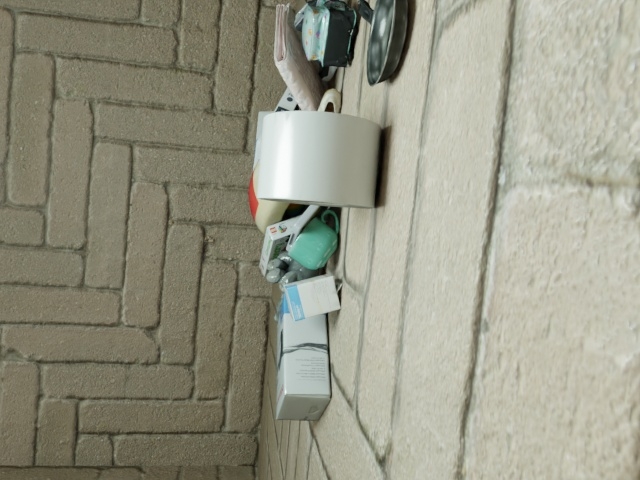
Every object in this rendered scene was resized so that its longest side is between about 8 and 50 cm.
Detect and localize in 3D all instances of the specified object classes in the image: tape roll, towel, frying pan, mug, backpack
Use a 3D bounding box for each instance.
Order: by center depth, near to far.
[{"bbox_3d":[0.117,-0.412,1.033,0.326,0.053,0.197,-111,27,-73],"label":"frying pan"},{"bbox_3d":[-0.002,-0.159,1.045,0.246,0.246,0.169,-160,76,-80],"label":"tape roll"},{"bbox_3d":[-0.005,0.006,1.382,0.157,0.097,0.129,-56,-5,27],"label":"mug"},{"bbox_3d":[0.021,-0.585,1.417,0.188,0.145,0.165,-93,6,-51],"label":"backpack"},{"bbox_3d":[-0.050,-0.538,1.623,0.332,0.054,0.316,51,-149,-50],"label":"towel"}]

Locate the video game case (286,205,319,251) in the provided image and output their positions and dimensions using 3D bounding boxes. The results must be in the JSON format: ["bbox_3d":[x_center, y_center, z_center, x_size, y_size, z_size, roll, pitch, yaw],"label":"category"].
[{"bbox_3d":[-0.017,-0.078,1.419,0.212,0.023,0.193,-52,-4,-23],"label":"video game case"}]

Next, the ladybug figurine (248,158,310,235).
[{"bbox_3d":[-0.114,-0.165,1.605,0.305,0.162,0.449,-47,-9,-18],"label":"ladybug figurine"}]

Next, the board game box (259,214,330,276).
[{"bbox_3d":[-0.091,0.011,1.647,0.053,0.193,0.305,64,160,18],"label":"board game box"}]

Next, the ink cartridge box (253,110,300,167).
[{"bbox_3d":[-0.148,-0.266,1.980,0.395,0.167,0.285,87,-176,-63],"label":"ink cartridge box"}]

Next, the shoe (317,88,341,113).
[{"bbox_3d":[0.012,-0.358,1.553,0.219,0.077,0.058,108,169,-47],"label":"shoe"}]

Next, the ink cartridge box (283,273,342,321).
[{"bbox_3d":[-0.015,0.145,1.328,0.092,0.143,0.089,-175,72,-81],"label":"ink cartridge box"}]

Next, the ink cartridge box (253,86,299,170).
[{"bbox_3d":[-0.133,-0.382,1.707,0.165,0.065,0.332,110,-179,-58],"label":"ink cartridge box"}]

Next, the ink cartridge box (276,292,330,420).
[{"bbox_3d":[-0.057,0.341,1.480,0.223,0.129,0.307,107,164,-52],"label":"ink cartridge box"}]

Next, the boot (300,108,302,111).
[{"bbox_3d":[-0.039,-0.407,1.775,0.198,0.077,0.136,-156,56,-83],"label":"boot"}]

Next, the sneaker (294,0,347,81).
[{"bbox_3d":[-0.010,-0.632,1.578,0.101,0.153,0.268,-95,14,-46],"label":"sneaker"}]

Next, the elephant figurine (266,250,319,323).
[{"bbox_3d":[-0.065,0.153,1.598,0.169,0.186,0.239,-52,-42,-34],"label":"elephant figurine"}]
